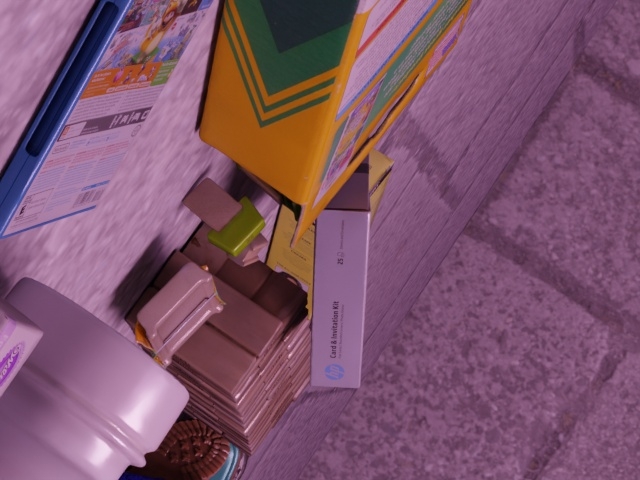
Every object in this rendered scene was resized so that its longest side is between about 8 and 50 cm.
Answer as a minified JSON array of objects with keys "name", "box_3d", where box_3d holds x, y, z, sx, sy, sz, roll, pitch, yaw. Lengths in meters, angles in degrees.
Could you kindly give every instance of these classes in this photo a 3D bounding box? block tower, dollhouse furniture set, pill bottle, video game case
[{"name":"block tower","box_3d":[-0.067,0.083,1.392,0.091,0.097,0.335,-54,173,-11]},{"name":"dollhouse furniture set","box_3d":[-0.077,0.005,1.201,0.151,0.058,0.076,-46,164,-11]},{"name":"pill bottle","box_3d":[-0.168,0.138,0.882,0.229,0.131,0.131,-55,172,-12]},{"name":"video game case","box_3d":[-0.094,-0.079,0.873,0.166,0.015,0.119,-58,171,15]}]

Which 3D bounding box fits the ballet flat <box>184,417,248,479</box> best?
[{"name":"ballet flat","box_3d":[-0.151,0.284,1.707,0.280,0.095,0.096,-56,-176,-2]}]

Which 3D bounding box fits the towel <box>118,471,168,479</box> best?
[{"name":"towel","box_3d":[-0.172,0.341,1.499,0.308,0.076,0.228,-64,154,2]}]

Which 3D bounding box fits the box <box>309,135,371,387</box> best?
[{"name":"box","box_3d":[0.015,-0.011,1.287,0.186,0.038,0.145,-86,179,-56]}]

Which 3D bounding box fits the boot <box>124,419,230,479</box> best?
[{"name":"boot","box_3d":[-0.144,0.217,1.614,0.158,0.059,0.084,-37,164,-43]}]

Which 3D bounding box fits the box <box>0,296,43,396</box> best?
[{"name":"box","box_3d":[-0.237,0.151,0.771,0.324,0.063,0.067,-56,173,-5]}]

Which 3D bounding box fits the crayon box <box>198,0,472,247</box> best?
[{"name":"crayon box","box_3d":[0.029,-0.158,1.047,0.203,0.083,0.323,-52,170,-28]}]

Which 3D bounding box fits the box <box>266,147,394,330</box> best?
[{"name":"box","box_3d":[0.000,0.000,1.579,0.087,0.058,0.232,-52,170,-24]}]
